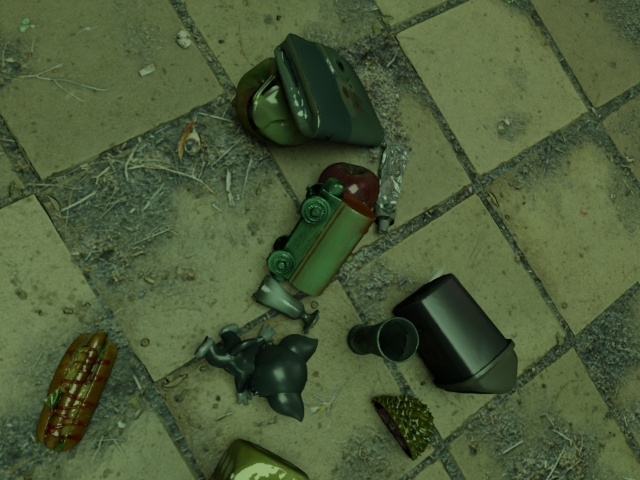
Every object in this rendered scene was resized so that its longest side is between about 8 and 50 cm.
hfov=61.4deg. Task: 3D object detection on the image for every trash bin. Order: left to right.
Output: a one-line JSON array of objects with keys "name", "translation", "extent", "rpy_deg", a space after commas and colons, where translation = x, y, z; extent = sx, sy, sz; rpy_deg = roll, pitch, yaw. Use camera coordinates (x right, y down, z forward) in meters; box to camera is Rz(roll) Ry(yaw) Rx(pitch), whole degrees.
[{"name": "trash bin", "translation": [0.323, 0.238, 1.291], "extent": [0.182, 0.209, 0.290], "rpy_deg": [-33, 85, -19]}]

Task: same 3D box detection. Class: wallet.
[{"name": "wallet", "translation": [0.033, -0.347, 1.283], "extent": [0.360, 0.083, 0.252], "rpy_deg": [-12, 82, -60]}]

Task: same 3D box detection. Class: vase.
[{"name": "vase", "translation": [0.130, 0.225, 1.223], "extent": [0.096, 0.219, 0.096], "rpy_deg": [3, 79, -17]}]

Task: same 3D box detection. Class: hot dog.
[{"name": "hot dog", "translation": [-0.496, 0.298, 1.098], "extent": [0.104, 0.076, 0.250], "rpy_deg": [24, 76, -11]}]

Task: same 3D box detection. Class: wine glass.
[{"name": "wine glass", "translation": [-0.079, 0.149, 1.253], "extent": [0.155, 0.072, 0.072], "rpy_deg": [35, 72, -8]}]

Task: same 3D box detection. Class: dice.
[{"name": "dice", "translation": [-0.135, 0.523, 1.113], "extent": [0.169, 0.169, 0.166], "rpy_deg": [30, 72, -9]}]

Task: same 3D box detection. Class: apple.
[{"name": "apple", "translation": [-0.100, -0.320, 1.285], "extent": [0.188, 0.174, 0.207], "rpy_deg": [38, 53, -41]}, {"name": "apple", "translation": [0.064, -0.119, 1.310], "extent": [0.153, 0.153, 0.120], "rpy_deg": [5, 118, -16]}]

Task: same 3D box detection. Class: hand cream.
[{"name": "hand cream", "translation": [0.180, -0.134, 1.400], "extent": [0.084, 0.050, 0.256], "rpy_deg": [15, 72, -17]}]

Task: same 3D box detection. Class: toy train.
[{"name": "toy train", "translation": [0.000, 0.000, 1.229], "extent": [0.177, 0.116, 0.285], "rpy_deg": [31, 112, -8]}]

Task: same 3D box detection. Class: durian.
[{"name": "durian", "translation": [0.216, 0.420, 1.266], "extent": [0.108, 0.119, 0.186], "rpy_deg": [-33, 89, -16]}]

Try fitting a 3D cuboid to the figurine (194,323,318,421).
[{"name": "figurine", "translation": [-0.135, 0.257, 1.184], "extent": [0.265, 0.140, 0.193], "rpy_deg": [41, 51, -30]}]
